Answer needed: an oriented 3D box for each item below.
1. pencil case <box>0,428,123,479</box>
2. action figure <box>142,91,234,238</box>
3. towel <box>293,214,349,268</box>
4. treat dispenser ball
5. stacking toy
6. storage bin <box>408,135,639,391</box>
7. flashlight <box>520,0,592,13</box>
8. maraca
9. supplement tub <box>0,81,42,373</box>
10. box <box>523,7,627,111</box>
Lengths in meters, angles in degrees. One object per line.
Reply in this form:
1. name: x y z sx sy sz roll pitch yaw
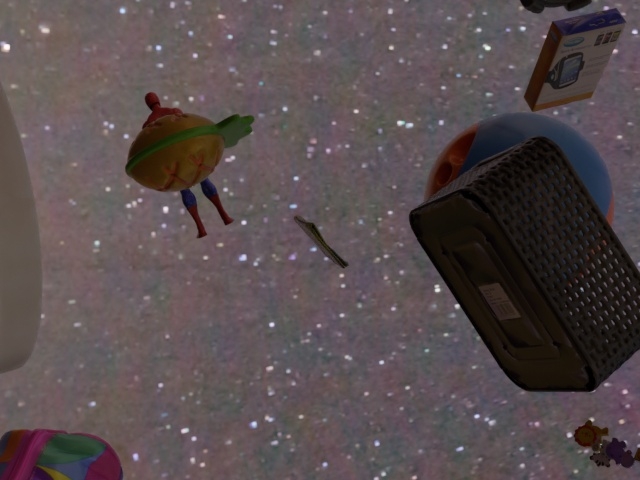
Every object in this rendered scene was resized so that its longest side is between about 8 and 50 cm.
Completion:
1. pencil case: -0.208 0.231 0.573 0.104 0.104 0.236 -56 -166 37
2. action figure: -0.262 -0.146 1.668 0.281 0.091 0.139 65 -8 -6
3. towel: 0.000 0.000 0.877 0.060 0.009 0.083 49 -4 -12
4. treat dispenser ball: 0.301 -0.052 1.359 0.288 0.288 0.288 7 -80 50
5. stacking toy: 0.558 0.390 1.530 0.221 0.167 0.052 21 -103 32
6. storage bin: 0.166 0.023 0.699 0.180 0.084 0.122 57 -22 -3
7. flashlight: 0.165 -0.340 0.755 0.103 0.103 0.304 -38 -121 40
8. maraca: -0.176 -0.126 1.195 0.099 0.185 0.127 66 -12 5
9. supplement tub: -0.334 0.006 0.431 0.241 0.331 0.241 19 -65 50
10. box: 0.283 -0.205 0.984 0.136 0.081 0.028 97 -25 -55
